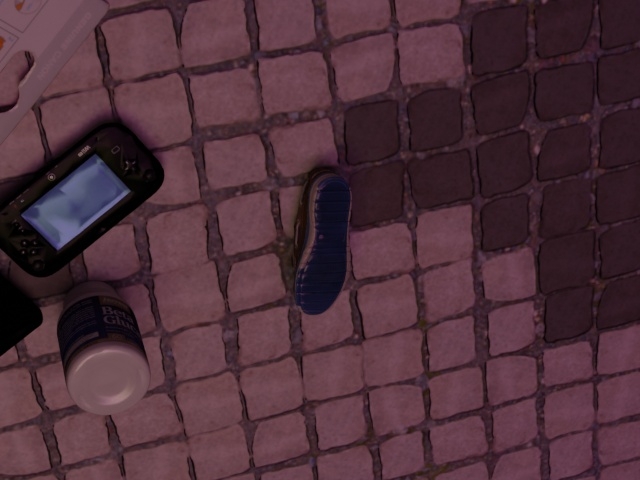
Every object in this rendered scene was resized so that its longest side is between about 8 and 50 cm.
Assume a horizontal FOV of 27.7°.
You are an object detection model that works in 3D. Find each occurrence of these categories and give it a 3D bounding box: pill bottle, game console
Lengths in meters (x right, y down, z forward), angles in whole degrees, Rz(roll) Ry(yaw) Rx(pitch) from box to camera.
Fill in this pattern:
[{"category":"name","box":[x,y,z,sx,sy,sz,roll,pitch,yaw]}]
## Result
[{"category":"pill bottle","box":[-0.254,0.117,1.494,0.094,0.169,0.094,-8,120,-14]},{"category":"game console","box":[-0.347,-0.005,1.465,0.361,0.044,0.213,-39,128,3]}]

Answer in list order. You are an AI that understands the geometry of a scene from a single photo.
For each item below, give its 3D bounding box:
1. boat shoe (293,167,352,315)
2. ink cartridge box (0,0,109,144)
[{"category":"boat shoe","box":[0.000,0.000,1.568,0.066,0.066,0.183,3,111,-21]},{"category":"ink cartridge box","box":[-0.455,-0.232,1.316,0.308,0.091,0.385,-49,137,11]}]
